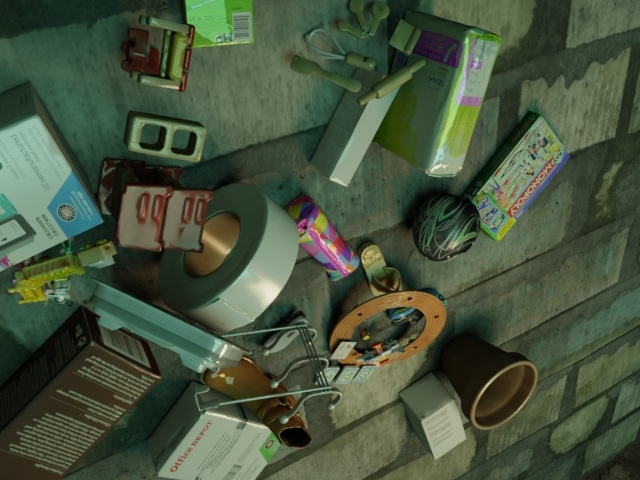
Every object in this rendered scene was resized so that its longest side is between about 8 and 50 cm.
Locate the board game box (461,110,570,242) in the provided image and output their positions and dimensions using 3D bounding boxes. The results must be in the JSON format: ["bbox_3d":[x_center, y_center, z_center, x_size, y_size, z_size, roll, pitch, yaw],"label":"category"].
[{"bbox_3d":[0.535,-0.169,1.554,0.213,0.046,0.317,33,98,-39],"label":"board game box"}]

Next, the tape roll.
[{"bbox_3d":[-0.181,0.030,1.086,0.286,0.286,0.100,-46,131,1],"label":"tape roll"}]

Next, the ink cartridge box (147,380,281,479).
[{"bbox_3d":[-0.257,0.503,1.433,0.289,0.121,0.211,32,99,-40],"label":"ink cartridge box"}]

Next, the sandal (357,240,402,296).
[{"bbox_3d":[0.173,0.104,1.478,0.088,0.079,0.240,-39,130,-5],"label":"sandal"}]

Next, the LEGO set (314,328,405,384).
[{"bbox_3d":[0.113,0.339,1.557,0.182,0.060,0.244,7,130,-30],"label":"LEGO set"}]

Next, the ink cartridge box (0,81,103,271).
[{"bbox_3d":[-0.523,-0.083,0.870,0.270,0.197,0.198,-29,128,-13],"label":"ink cartridge box"}]

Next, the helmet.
[{"bbox_3d":[0.315,-0.034,1.428,0.161,0.169,0.170,-17,127,-41],"label":"helmet"}]

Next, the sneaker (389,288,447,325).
[{"bbox_3d":[0.279,0.196,1.615,0.188,0.067,0.078,-16,137,-19],"label":"sneaker"}]

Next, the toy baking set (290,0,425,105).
[{"bbox_3d":[0.077,-0.363,1.100,0.256,0.197,0.030,-39,175,-10],"label":"toy baking set"}]

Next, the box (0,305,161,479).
[{"bbox_3d":[-0.540,0.343,1.159,0.381,0.143,0.191,-46,131,-1],"label":"box"}]

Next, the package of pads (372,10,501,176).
[{"bbox_3d":[0.235,-0.304,1.171,0.101,0.229,0.297,-3,119,-29],"label":"package of pads"}]

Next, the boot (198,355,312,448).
[{"bbox_3d":[-0.154,0.402,1.369,0.109,0.220,0.283,-48,130,3],"label":"boot"}]

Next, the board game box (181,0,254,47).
[{"bbox_3d":[-0.179,-0.468,0.951,0.124,0.039,0.260,-14,127,-24],"label":"board game box"}]

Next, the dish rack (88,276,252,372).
[{"bbox_3d":[-0.277,0.174,1.048,0.072,0.285,0.333,-64,176,-13],"label":"dish rack"}]

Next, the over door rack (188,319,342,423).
[{"bbox_3d":[-0.139,0.292,1.272,0.324,0.239,0.108,6,118,-21],"label":"over door rack"}]

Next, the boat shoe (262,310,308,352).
[{"bbox_3d":[-0.090,0.233,1.420,0.142,0.040,0.049,-39,126,12],"label":"boat shoe"}]

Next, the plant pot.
[{"bbox_3d":[0.508,0.419,1.771,0.263,0.229,0.263,-15,125,-23],"label":"plant pot"}]

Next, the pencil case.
[{"bbox_3d":[0.000,0.000,1.300,0.104,0.104,0.236,-44,131,0],"label":"pencil case"}]

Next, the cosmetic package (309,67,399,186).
[{"bbox_3d":[0.071,-0.245,1.195,0.060,0.099,0.239,16,109,-39],"label":"cosmetic package"}]

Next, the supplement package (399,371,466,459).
[{"bbox_3d":[0.372,0.579,1.846,0.133,0.139,0.244,-30,130,-10],"label":"supplement package"}]

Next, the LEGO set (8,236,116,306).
[{"bbox_3d":[-0.468,0.029,0.974,0.132,0.107,0.287,2,158,-41],"label":"LEGO set"}]

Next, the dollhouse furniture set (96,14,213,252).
[{"bbox_3d":[-0.273,-0.182,0.970,0.152,0.201,0.374,4,109,-32],"label":"dollhouse furniture set"}]

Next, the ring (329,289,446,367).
[{"bbox_3d":[0.185,0.245,1.551,0.336,0.032,0.337,-10,136,-10],"label":"ring"}]
